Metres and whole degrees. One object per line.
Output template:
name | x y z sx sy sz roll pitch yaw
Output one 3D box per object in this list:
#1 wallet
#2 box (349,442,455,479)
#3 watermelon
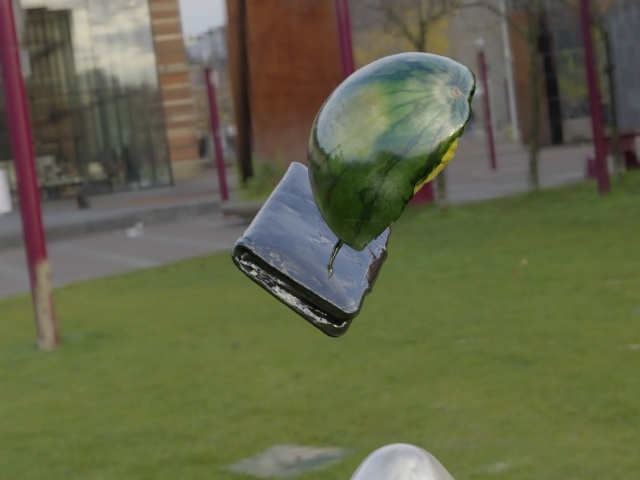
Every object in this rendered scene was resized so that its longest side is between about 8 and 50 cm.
wallet | 0.000 0.000 1.844 0.197 0.051 0.377 34 25 -3
box | 0.076 0.459 1.790 0.141 0.349 0.289 25 -15 28
watermelon | 0.054 -0.096 1.277 0.127 0.204 0.232 32 -26 -8
